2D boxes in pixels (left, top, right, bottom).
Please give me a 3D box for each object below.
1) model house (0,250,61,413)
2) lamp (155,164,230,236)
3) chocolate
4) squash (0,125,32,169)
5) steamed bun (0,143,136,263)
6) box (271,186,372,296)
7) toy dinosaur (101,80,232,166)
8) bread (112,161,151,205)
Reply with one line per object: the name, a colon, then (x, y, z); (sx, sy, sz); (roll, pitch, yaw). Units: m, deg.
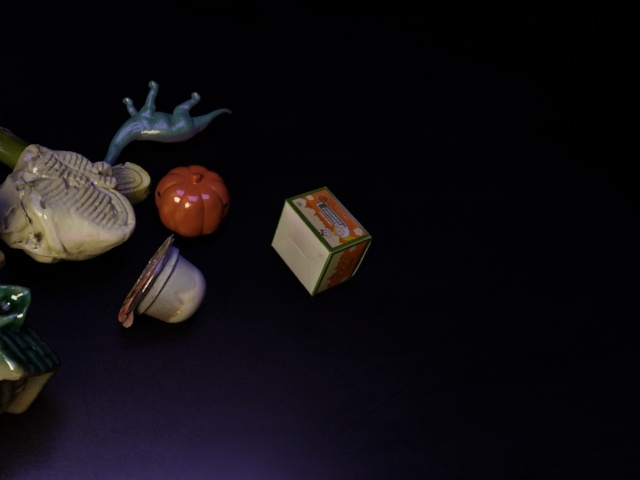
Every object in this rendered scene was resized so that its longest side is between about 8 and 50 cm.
model house: (-0.675, 0.114, 0.943); (0.445, 0.395, 0.400); (46, 47, 8)
lamp: (-0.323, -0.107, 1.453); (0.188, 0.164, 0.187); (9, 47, -10)
chocolate: (-0.330, 0.111, 1.249); (0.147, 0.221, 0.221); (36, 43, -12)
squash: (-0.735, -0.202, 1.447); (0.331, 0.087, 0.087); (30, 45, 7)
steamed bun: (-0.581, -0.052, 1.290); (0.280, 0.207, 0.268); (12, 42, -49)
box: (0.000, 0.000, 1.461); (0.148, 0.177, 0.195); (-20, 57, -35)
toy dinosaur: (-0.446, -0.287, 1.644); (0.384, 0.129, 0.331); (6, 57, -17)
bread: (-0.517, -0.138, 1.480); (0.156, 0.064, 0.117); (-27, 57, -36)
